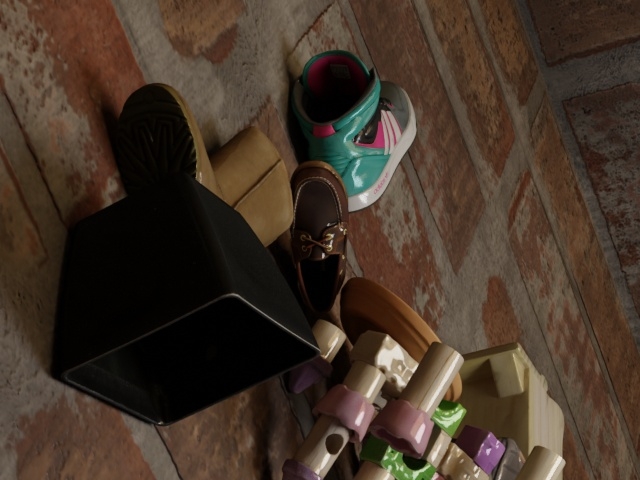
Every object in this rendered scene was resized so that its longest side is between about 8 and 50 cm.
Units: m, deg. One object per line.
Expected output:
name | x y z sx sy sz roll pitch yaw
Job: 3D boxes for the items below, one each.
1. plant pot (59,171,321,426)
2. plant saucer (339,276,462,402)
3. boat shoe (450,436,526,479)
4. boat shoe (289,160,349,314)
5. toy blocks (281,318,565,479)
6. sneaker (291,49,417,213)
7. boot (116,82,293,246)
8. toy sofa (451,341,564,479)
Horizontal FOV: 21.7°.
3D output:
plant pot | -0.138 0.049 1.598 0.187 0.188 0.167 38 29 -56
plant saucer | 0.091 0.132 2.063 0.037 0.200 0.200 -41 123 -20
boat shoe | 0.148 0.402 2.116 0.355 0.130 0.132 -60 141 -31
boat shoe | 0.000 0.000 2.010 0.073 0.073 0.207 -86 172 -47
toy blocks | 0.064 0.278 1.941 0.288 0.309 0.260 44 69 -33
sneaker | 0.043 -0.184 2.243 0.295 0.124 0.178 -68 148 -54
boot | -0.120 -0.080 1.833 0.269 0.089 0.236 -44 128 -65
toy sofa | 0.242 0.339 2.343 0.177 0.150 0.362 53 31 -39
